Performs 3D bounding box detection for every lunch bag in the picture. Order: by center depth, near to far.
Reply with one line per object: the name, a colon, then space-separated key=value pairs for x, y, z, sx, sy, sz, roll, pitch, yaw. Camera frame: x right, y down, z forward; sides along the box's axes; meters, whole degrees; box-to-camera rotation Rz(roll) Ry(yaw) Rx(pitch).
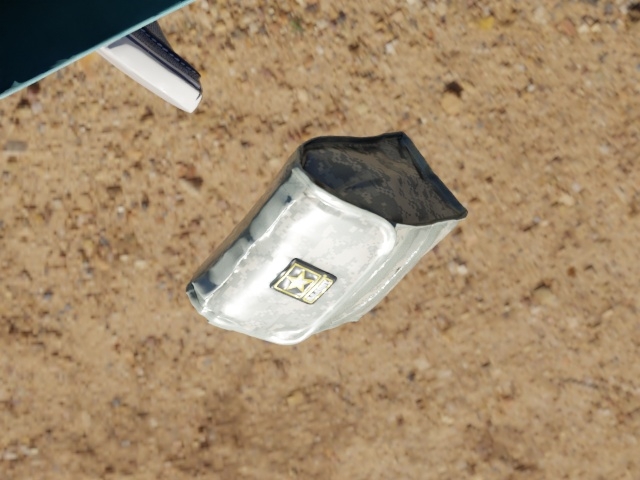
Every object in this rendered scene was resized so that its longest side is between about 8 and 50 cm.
lunch bag: x=0.000 y=0.000 z=1.428 sx=0.235 sy=0.169 sz=0.287 roll=-47 pitch=159 yaw=30

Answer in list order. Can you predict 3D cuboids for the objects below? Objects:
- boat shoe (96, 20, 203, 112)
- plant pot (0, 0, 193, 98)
boat shoe: x=-0.245 y=-0.311 z=1.423 sx=0.340 sy=0.127 sz=0.158 roll=38 pitch=87 yaw=-3
plant pot: x=-0.191 y=-0.243 z=0.696 sx=0.165 sy=0.234 sz=0.166 roll=-29 pitch=158 yaw=-7
